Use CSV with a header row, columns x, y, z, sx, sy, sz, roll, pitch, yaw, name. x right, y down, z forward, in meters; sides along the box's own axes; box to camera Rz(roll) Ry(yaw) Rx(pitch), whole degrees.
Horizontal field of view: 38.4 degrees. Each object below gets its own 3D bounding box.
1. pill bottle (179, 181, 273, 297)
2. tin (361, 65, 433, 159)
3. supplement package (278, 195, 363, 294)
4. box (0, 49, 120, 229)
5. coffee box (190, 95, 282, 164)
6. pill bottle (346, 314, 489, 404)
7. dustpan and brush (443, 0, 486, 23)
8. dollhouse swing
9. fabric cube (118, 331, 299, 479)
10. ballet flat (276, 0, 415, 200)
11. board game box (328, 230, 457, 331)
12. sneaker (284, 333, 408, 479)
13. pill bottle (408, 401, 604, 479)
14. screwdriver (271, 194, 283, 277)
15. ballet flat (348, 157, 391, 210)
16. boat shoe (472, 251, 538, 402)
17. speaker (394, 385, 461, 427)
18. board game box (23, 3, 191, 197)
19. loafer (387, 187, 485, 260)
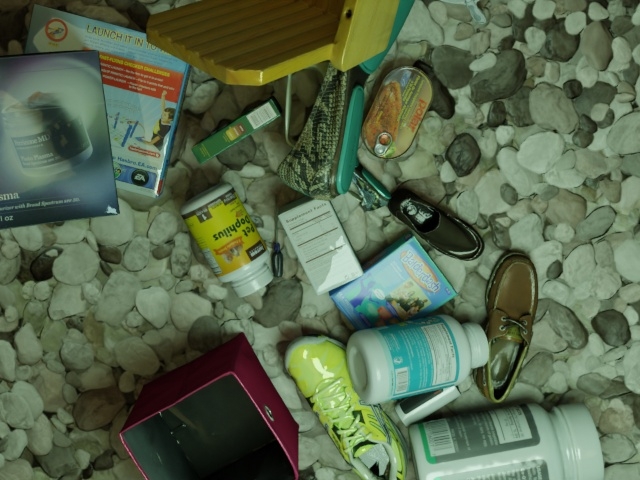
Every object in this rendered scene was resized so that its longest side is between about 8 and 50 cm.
x,y,z,sx,sy,sz,roll,pitch,yaw,name
-0.180,0.001,1.817,0.117,0.117,0.215,-28,100,5,pill bottle
0.151,-0.251,1.813,0.106,0.040,0.189,25,100,-1,tin
0.000,0.000,1.825,0.105,0.105,0.179,-25,100,4,supplement package
-0.527,-0.178,1.622,0.296,0.183,0.293,-9,101,-17,box
-0.161,-0.214,1.778,0.184,0.113,0.040,-31,101,7,coffee box
0.195,0.228,1.816,0.264,0.146,0.146,-9,102,-19,pill bottle
0.270,-0.465,1.709,0.147,0.211,0.060,-4,80,28,dustpan and brush
-0.089,-0.454,1.548,0.347,0.305,0.315,33,120,34,dollhouse swing
-0.206,0.376,1.819,0.259,0.258,0.254,-29,99,5,fabric cube
0.031,-0.318,1.726,0.182,0.164,0.482,19,89,16,ballet flat
0.147,0.105,1.870,0.210,0.047,0.160,-36,105,7,board game box
0.067,0.350,1.865,0.145,0.147,0.384,-36,103,6,sneaker
0.371,0.444,1.866,0.361,0.204,0.204,-10,101,2,pill bottle
-0.089,-0.009,1.871,0.024,0.025,0.169,-1,92,0,screwdriver
0.059,-0.133,1.824,0.070,0.070,0.188,-39,96,6,ballet flat
0.388,0.180,1.864,0.111,0.104,0.307,6,101,-2,boat shoe
0.225,0.333,1.918,0.136,0.055,0.055,-32,100,6,speaker
-0.424,-0.268,1.777,0.308,0.086,0.301,15,100,-4,board game box
0.231,-0.022,1.836,0.220,0.078,0.080,29,99,-6,loafer
